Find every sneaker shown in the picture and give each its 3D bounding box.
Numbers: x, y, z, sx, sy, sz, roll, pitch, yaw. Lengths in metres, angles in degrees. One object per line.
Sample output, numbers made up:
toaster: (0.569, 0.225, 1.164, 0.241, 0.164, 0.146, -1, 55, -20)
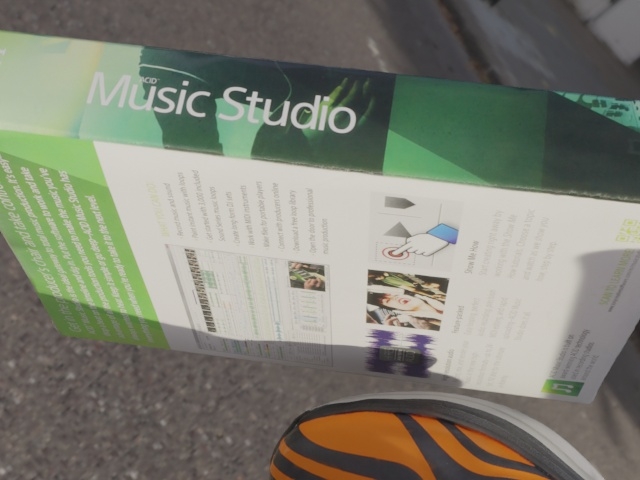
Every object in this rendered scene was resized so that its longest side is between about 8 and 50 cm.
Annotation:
sneaker: (0.086, 0.176, 0.477, 0.321, 0.124, 0.180, 20, 22, 25)

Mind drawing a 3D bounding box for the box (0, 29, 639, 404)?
box: (0.000, 0.000, 0.541, 0.232, 0.322, 0.058, 88, 9, -62)
